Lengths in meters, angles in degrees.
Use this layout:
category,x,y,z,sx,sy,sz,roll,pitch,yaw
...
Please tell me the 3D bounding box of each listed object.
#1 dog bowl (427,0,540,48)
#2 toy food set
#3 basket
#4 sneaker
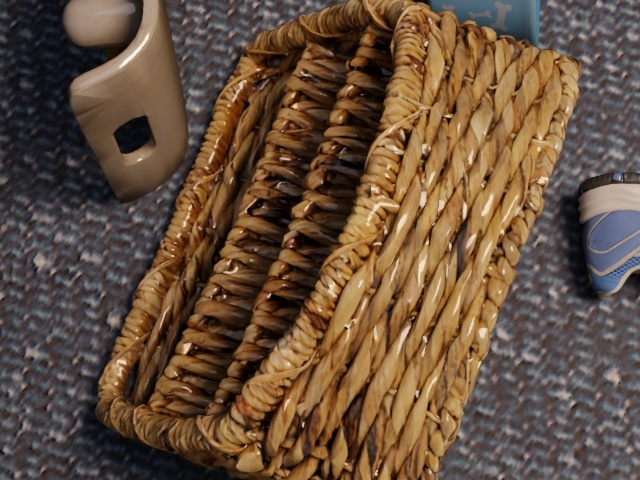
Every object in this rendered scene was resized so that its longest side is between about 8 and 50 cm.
category,x,y,z,sx,sy,sz,roll,pitch,yaw
dog bowl,0.116,-0.272,0.803,0.074,0.166,0.297,1,76,12
toy food set,-0.155,-0.195,0.742,0.092,0.220,0.306,-11,77,-4
basket,0.000,0.000,0.698,0.223,0.213,0.299,22,76,4
sneaker,0.277,0.006,0.779,0.211,0.080,0.081,5,82,10
